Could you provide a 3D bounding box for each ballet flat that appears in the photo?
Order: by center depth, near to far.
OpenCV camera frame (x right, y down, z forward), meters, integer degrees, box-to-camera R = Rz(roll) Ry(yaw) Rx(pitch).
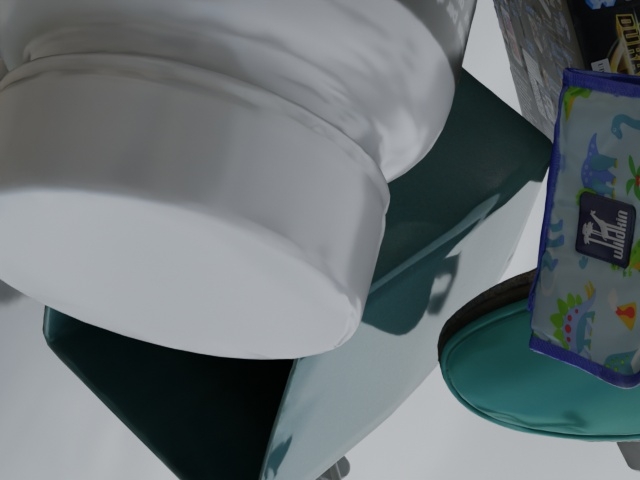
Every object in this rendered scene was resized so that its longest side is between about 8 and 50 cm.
[{"bbox_3d":[0.208,0.029,0.924,0.316,0.108,0.106,-10,-155,33],"label":"ballet flat"}]

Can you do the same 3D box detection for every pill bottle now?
[{"bbox_3d":[-0.020,-0.114,0.655,0.161,0.161,0.283,140,-33,-64],"label":"pill bottle"}]

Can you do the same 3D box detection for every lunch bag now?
[{"bbox_3d":[0.164,-0.002,0.794,0.096,0.151,0.129,-11,110,-62],"label":"lunch bag"}]

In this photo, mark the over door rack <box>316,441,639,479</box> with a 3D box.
[{"bbox_3d":[0.132,0.184,1.080,0.324,0.239,0.108,-112,-160,-58],"label":"over door rack"}]

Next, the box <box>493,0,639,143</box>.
[{"bbox_3d":[0.143,-0.164,1.096,0.073,0.293,0.295,-16,-162,-1],"label":"box"}]

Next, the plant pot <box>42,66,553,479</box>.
[{"bbox_3d":[0.000,0.000,1.000,0.234,0.165,0.165,-32,153,-35],"label":"plant pot"}]
